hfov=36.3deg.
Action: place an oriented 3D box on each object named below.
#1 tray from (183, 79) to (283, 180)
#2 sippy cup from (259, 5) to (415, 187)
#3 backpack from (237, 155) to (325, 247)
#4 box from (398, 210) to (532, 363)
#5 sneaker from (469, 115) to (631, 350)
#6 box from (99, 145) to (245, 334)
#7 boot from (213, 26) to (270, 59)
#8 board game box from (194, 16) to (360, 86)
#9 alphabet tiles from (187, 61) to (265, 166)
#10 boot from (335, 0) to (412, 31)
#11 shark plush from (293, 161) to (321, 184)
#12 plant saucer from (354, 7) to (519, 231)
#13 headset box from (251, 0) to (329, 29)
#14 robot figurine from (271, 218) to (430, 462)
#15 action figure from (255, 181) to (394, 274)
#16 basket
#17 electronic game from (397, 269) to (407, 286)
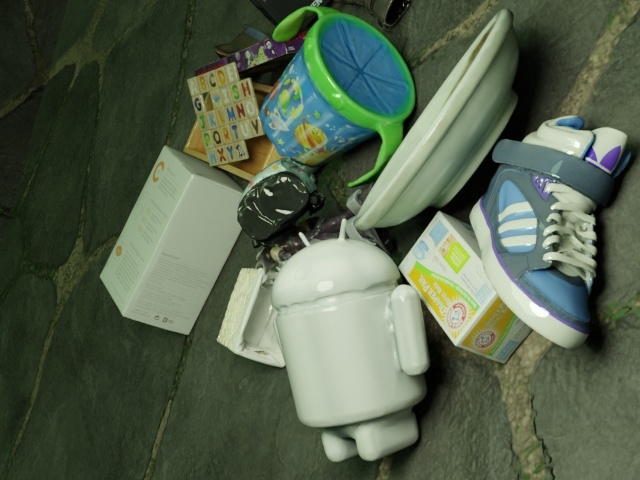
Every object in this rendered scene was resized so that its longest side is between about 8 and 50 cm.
[{"bbox_3d":[-0.161,-0.245,2.168,0.411,0.076,0.202,26,94,58],"label":"tray"},{"bbox_3d":[0.015,-0.254,1.774,0.224,0.240,0.305,-38,37,41],"label":"sippy cup"},{"bbox_3d":[-0.068,-0.078,1.709,0.152,0.115,0.182,-33,5,14],"label":"backpack"},{"bbox_3d":[0.218,0.066,1.414,0.114,0.103,0.203,-56,35,17],"label":"box"},{"bbox_3d":[0.326,-0.038,1.287,0.236,0.130,0.322,-53,27,25],"label":"sneaker"},{"bbox_3d":[-0.321,-0.002,2.165,0.345,0.168,0.215,-62,33,9],"label":"box"},{"bbox_3d":[-0.184,-0.459,2.349,0.106,0.082,0.219,-43,30,-2],"label":"boot"},{"bbox_3d":[-0.093,-0.391,2.049,0.347,0.208,0.056,-7,97,53],"label":"board game box"},{"bbox_3d":[-0.198,-0.264,2.058,0.237,0.009,0.198,-5,101,54],"label":"alphabet tiles"},{"bbox_3d":[0.136,-0.552,1.928,0.229,0.091,0.262,35,106,52],"label":"boot"},{"bbox_3d":[-0.034,-0.127,1.938,0.067,0.073,0.161,28,90,27],"label":"shark plush"},{"bbox_3d":[0.200,-0.161,1.490,0.400,0.101,0.400,-56,2,2],"label":"plant saucer"},{"bbox_3d":[-0.084,-0.616,2.033,0.246,0.283,0.131,-46,35,2],"label":"headset box"},{"bbox_3d":[0.040,0.149,1.468,0.300,0.200,0.353,-14,88,42],"label":"robot figurine"},{"bbox_3d":[0.000,0.000,1.731,0.285,0.099,0.185,-19,29,36],"label":"action figure"},{"bbox_3d":[-0.109,0.140,1.834,0.103,0.113,0.167,10,80,61],"label":"basket"},{"bbox_3d":[0.059,0.136,1.650,0.229,0.048,0.229,-29,45,34],"label":"electronic game"}]
